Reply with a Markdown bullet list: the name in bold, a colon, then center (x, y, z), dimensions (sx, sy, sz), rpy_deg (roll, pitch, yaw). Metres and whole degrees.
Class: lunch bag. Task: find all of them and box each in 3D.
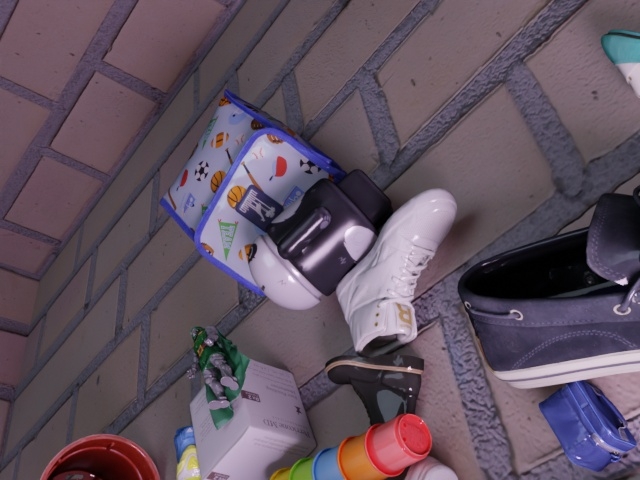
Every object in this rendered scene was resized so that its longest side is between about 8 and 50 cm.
- **lunch bag**: center (-0.145, -0.106, 1.455), dimensions (0.385, 0.239, 0.327), rpy_deg (43, 105, 40)
- **lunch bag**: center (0.303, 0.205, 0.733), dimensions (0.065, 0.067, 0.098), rpy_deg (-50, 34, 23)

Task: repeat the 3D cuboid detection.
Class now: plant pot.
- **plant pot**: center (-0.548, 0.616, 1.534), dimensions (0.265, 0.273, 0.272), rpy_deg (-39, 40, 48)

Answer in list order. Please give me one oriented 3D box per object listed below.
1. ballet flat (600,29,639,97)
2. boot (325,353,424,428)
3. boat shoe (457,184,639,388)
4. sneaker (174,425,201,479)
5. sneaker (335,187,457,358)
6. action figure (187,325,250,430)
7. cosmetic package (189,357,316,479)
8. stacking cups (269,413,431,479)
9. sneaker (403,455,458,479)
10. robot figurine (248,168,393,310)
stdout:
- **ballet flat**: center (0.438, -0.214, 0.815), dimensions (0.247, 0.083, 0.087), rpy_deg (35, 112, 60)
- **boot**: center (0.073, 0.254, 1.034), dimensions (0.198, 0.077, 0.136), rpy_deg (-18, 60, 51)
- **boat shoe**: center (0.346, 0.023, 0.668), dimensions (0.500, 0.156, 0.187), rpy_deg (-29, 11, 46)
- **sneaker**: center (-0.237, 0.435, 1.271), dimensions (0.240, 0.091, 0.126), rpy_deg (105, 157, -51)
- **sneaker**: center (0.138, 0.068, 1.043), dimensions (0.292, 0.108, 0.169), rpy_deg (-54, 34, 34)
- **action figure**: center (-0.197, 0.216, 1.182), dimensions (0.137, 0.064, 0.232), rpy_deg (-61, 29, 7)
- **cosmetic package**: center (-0.128, 0.334, 1.193), dimensions (0.151, 0.151, 0.183), rpy_deg (-52, 35, 18)
- **stacking cups**: center (0.045, 0.342, 0.975), dimensions (0.316, 0.096, 0.096), rpy_deg (-40, 40, 39)
- **sneaker**: center (0.113, 0.394, 0.889), dimensions (0.212, 0.080, 0.094), rpy_deg (-61, 20, -8)
- **robot figurine**: center (-0.002, -0.002, 1.182), dimensions (0.278, 0.209, 0.173), rpy_deg (-42, 38, 1)
